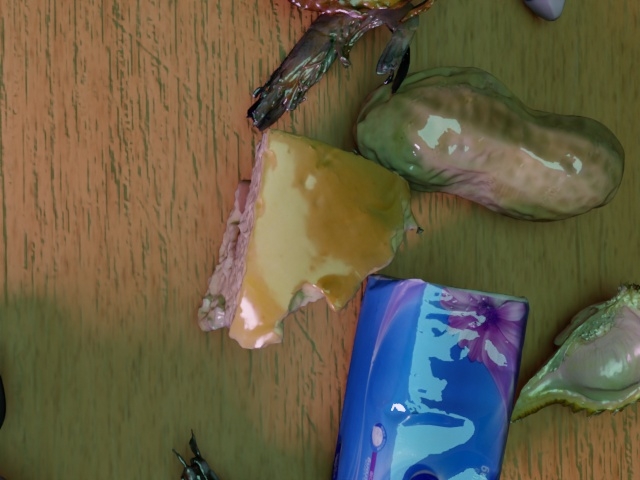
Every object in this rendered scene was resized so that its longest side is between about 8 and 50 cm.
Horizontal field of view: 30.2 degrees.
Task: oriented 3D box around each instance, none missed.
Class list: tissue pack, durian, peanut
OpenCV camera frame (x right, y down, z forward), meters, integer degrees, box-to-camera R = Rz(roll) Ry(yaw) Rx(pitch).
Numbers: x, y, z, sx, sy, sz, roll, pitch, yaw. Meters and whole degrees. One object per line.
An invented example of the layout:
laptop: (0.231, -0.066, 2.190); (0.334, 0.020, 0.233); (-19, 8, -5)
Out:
tissue pack: (0.109, 0.176, 1.270); (0.146, 0.198, 0.264); (10, 87, -13)
durian: (0.306, 0.141, 1.379); (0.224, 0.078, 0.140); (-31, 108, 0)
peanut: (0.192, -0.103, 1.323); (0.313, 0.149, 0.149); (19, 85, -11)

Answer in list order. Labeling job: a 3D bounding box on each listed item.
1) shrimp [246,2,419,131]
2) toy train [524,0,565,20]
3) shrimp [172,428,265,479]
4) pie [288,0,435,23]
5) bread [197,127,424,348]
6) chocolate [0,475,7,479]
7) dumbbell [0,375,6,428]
shrimp: (0.020, -0.187, 1.293); (0.219, 0.152, 0.046); (-46, 137, -10)
toy train: (0.244, -0.458, 1.364); (0.088, 0.086, 0.407); (3, 89, -13)
shrimp: (-0.060, 0.403, 1.262); (0.221, 0.166, 0.411); (-28, 111, -44)
pie: (0.047, -0.370, 1.299); (0.308, 0.085, 0.308); (1, 70, -2)
bread: (0.003, 0.012, 1.264); (0.211, 0.183, 0.224); (12, 89, -17)
chocolate: (-0.383, 0.332, 1.156); (0.303, 0.213, 0.303); (-6, 132, -7)
dumbbell: (-0.419, 0.167, 1.175); (0.191, 0.100, 0.100); (-12, 92, -37)
